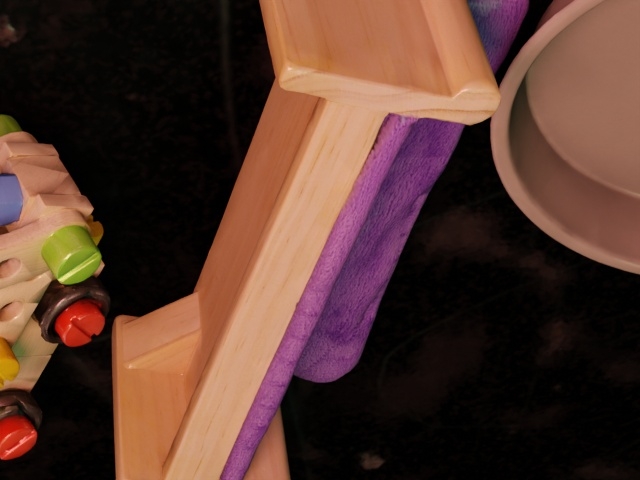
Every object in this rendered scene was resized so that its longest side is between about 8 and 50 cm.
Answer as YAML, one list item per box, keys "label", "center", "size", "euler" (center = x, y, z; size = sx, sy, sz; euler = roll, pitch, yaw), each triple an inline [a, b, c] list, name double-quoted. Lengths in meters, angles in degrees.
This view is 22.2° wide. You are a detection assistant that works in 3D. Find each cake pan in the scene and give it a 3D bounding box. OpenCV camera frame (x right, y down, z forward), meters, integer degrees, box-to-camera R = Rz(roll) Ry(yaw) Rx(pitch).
- label: "cake pan"
  center: [0.248, -0.081, 0.968]
  size: [0.293, 0.054, 0.293]
  euler: [3, 142, 3]

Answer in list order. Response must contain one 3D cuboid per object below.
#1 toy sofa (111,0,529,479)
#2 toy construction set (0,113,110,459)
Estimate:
- label: "toy sofa"
  center: [0.000, 0.000, 0.973]
  size: [0.177, 0.150, 0.363]
  euler: [10, 131, -18]
- label: "toy construction set"
  center: [-0.249, 0.045, 0.967]
  size: [0.215, 0.151, 0.327]
  euler: [1, 147, -46]
